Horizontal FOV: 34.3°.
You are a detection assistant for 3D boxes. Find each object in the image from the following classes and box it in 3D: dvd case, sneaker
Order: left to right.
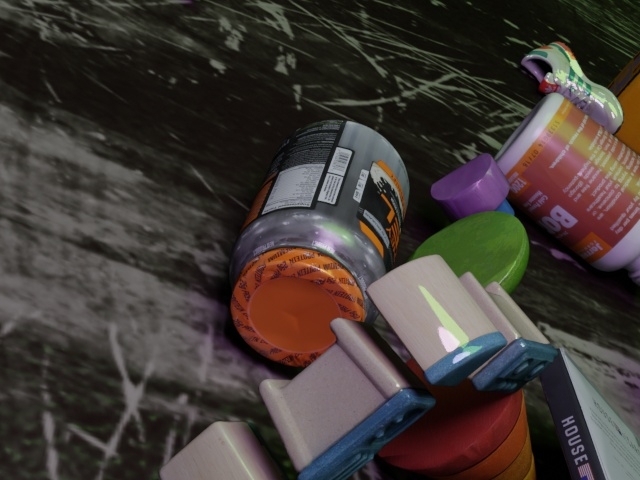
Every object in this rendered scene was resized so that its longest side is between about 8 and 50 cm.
[{"bbox_3d":[0.327,-0.194,1.368,0.075,0.057,0.161,-19,63,-32],"label":"sneaker"},{"bbox_3d":[0.231,0.215,0.748,0.179,0.029,0.239,46,24,-38],"label":"dvd case"}]

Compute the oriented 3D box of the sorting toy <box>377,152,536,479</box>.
[{"bbox_3d":[0.139,0.075,0.848,0.126,0.127,0.366,50,30,-25],"label":"sorting toy"}]

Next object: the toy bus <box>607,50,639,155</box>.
[{"bbox_3d":[0.546,-0.118,1.420,0.332,0.108,0.130,35,32,-3],"label":"toy bus"}]

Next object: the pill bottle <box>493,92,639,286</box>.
[{"bbox_3d":[0.290,-0.046,1.088,0.216,0.121,0.121,38,34,1],"label":"pill bottle"}]

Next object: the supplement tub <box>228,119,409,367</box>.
[{"bbox_3d":[0.000,0.000,0.775,0.117,0.117,0.190,31,35,-9],"label":"supplement tub"}]

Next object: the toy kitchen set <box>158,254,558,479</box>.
[{"bbox_3d":[0.045,0.126,0.628,0.122,0.207,0.166,55,16,23],"label":"toy kitchen set"}]
